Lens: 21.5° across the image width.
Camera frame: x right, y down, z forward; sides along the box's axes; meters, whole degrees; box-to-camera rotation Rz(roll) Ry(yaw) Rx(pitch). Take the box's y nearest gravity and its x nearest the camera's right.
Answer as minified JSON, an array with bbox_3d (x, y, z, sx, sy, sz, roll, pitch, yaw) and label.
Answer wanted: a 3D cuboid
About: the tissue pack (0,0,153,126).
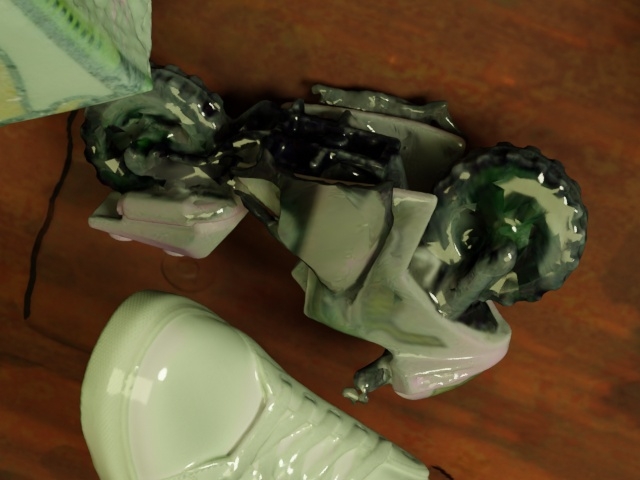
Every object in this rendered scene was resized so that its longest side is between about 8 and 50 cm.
[{"bbox_3d":[-0.279,-0.148,0.992,0.311,0.128,0.228,-10,154,18],"label":"tissue pack"}]

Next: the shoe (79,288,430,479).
[{"bbox_3d":[-0.011,0.157,1.086,0.160,0.132,0.363,14,158,32],"label":"shoe"}]

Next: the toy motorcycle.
[{"bbox_3d":[0.000,0.000,1.075,0.327,0.143,0.188,14,123,10],"label":"toy motorcycle"}]
